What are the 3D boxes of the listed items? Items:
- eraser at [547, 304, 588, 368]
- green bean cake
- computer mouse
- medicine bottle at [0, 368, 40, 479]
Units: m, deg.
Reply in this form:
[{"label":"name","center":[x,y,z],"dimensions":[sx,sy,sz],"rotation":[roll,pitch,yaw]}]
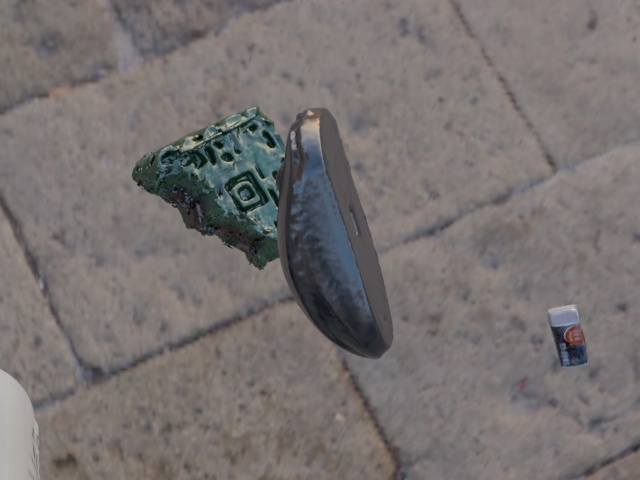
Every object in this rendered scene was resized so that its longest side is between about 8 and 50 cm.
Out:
[{"label":"eraser","center":[0.212,0.084,1.291],"dimensions":[0.027,0.099,0.019],"rotation":[-12,51,9]},{"label":"green bean cake","center":[-0.116,-0.054,1.977],"dimensions":[0.193,0.107,0.208],"rotation":[-31,96,-37]},{"label":"computer mouse","center":[0.000,0.000,1.503],"dimensions":[0.086,0.270,0.137],"rotation":[-12,23,10]},{"label":"medicine bottle","center":[-0.408,0.316,1.641],"dimensions":[0.211,0.211,0.371],"rotation":[-3,37,-10]}]
